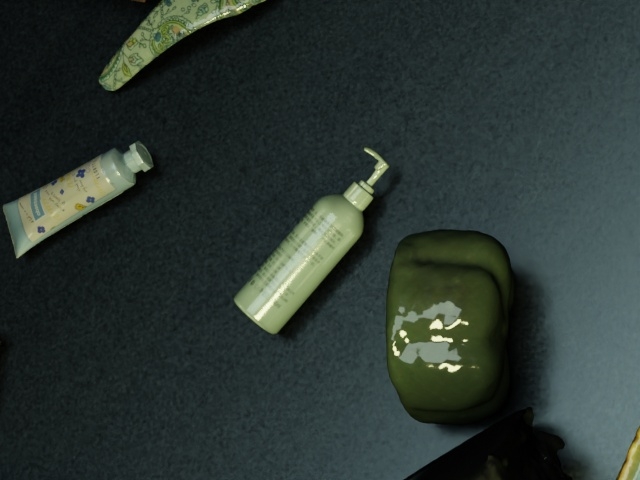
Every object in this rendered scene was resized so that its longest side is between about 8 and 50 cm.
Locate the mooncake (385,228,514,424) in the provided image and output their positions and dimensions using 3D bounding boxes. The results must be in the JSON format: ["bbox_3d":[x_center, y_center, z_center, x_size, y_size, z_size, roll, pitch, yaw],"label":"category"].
[{"bbox_3d":[0.119,0.078,1.653,0.104,0.168,0.175,-2,107,12],"label":"mooncake"}]

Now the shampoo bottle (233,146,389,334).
[{"bbox_3d":[0.000,0.000,1.756,0.195,0.056,0.056,-48,64,4],"label":"shampoo bottle"}]

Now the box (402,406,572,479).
[{"bbox_3d":[0.038,0.269,1.511,0.350,0.359,0.091,-34,84,12],"label":"box"}]

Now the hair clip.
[{"bbox_3d":[-0.135,-0.223,1.887,0.229,0.036,0.066,-32,59,11],"label":"hair clip"}]

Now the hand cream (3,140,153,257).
[{"bbox_3d":[-0.246,-0.047,1.880,0.171,0.043,0.065,-29,61,18],"label":"hand cream"}]

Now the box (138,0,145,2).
[{"bbox_3d":[-0.247,-0.371,1.948,0.215,0.086,0.215,15,81,25],"label":"box"}]

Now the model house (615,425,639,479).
[{"bbox_3d":[0.303,0.208,1.504,0.241,0.226,0.261,16,78,55],"label":"model house"}]
